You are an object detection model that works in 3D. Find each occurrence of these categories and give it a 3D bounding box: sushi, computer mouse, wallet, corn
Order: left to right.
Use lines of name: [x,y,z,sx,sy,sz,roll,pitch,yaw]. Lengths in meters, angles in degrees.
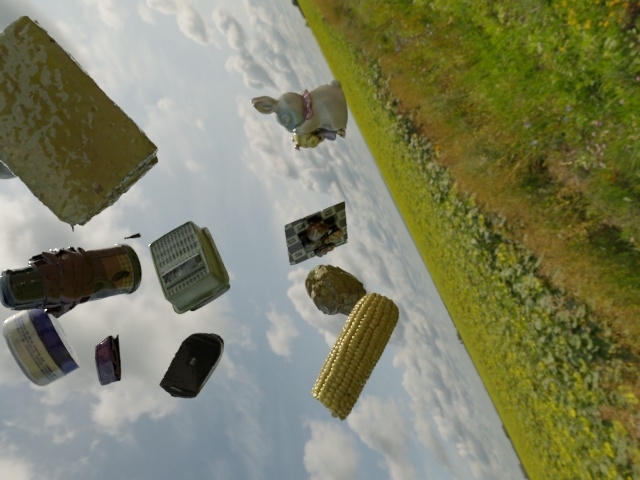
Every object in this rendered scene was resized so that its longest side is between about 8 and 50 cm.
wallet: [-0.531,0.300,0.999,0.030,0.165,0.111,2,-111,-40]
computer mouse: [-0.499,0.493,1.594,0.087,0.168,0.295,99,-167,-47]
sushi: [0.000,0.000,1.100,0.210,0.192,0.040,84,160,-57]
corn: [0.070,0.212,0.768,0.244,0.093,0.093,-57,-47,-26]

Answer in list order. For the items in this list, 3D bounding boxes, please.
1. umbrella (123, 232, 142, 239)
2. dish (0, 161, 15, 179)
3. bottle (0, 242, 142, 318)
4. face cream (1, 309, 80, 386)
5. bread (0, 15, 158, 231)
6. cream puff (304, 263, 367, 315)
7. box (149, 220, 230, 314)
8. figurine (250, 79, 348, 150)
umbrella: [-0.741,-0.014,1.589,0.083,0.031,0.020,-30,-69,-62]
dish: [-0.708,-0.254,0.931,0.117,0.257,0.256,21,-158,-9]
bottle: [-0.564,0.091,0.915,0.271,0.143,0.156,-13,-81,-51]
face cream: [-0.736,0.275,1.060,0.206,0.111,0.206,37,141,37]
bread: [-0.287,-0.121,0.449,0.196,0.138,0.102,46,178,-4]
cream puff: [0.058,0.195,1.575,0.244,0.196,0.244,48,176,4]
box: [-0.452,0.094,1.400,0.291,0.220,0.166,59,180,30]
figurine: [-0.054,-0.322,1.050,0.155,0.235,0.127,87,167,-45]
